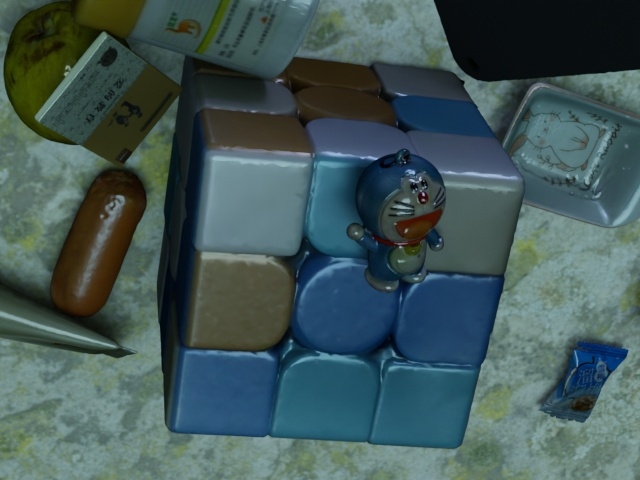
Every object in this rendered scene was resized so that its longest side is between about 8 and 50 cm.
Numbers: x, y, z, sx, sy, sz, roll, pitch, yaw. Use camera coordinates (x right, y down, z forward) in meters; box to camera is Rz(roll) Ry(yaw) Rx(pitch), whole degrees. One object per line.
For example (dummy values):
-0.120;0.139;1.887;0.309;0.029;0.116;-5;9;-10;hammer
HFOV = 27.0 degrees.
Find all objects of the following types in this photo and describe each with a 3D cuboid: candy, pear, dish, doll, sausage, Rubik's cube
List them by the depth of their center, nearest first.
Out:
0.076;-0.023;1.284;0.114;0.085;0.152;-17;129;-26;doll
-0.281;-0.185;1.495;0.148;0.149;0.162;-18;132;0;pear
0.000;0.000;1.521;0.344;0.347;0.347;5;114;-10;Rubik's cube
-0.273;0.003;1.629;0.076;0.076;0.198;20;110;-17;sausage
0.330;-0.108;1.676;0.234;0.064;0.154;17;112;-15;dish
0.362;0.198;1.847;0.088;0.038;0.136;9;122;-28;candy

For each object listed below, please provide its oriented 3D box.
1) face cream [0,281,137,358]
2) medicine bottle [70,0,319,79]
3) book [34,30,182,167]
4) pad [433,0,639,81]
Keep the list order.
-0.397;0.085;1.634;0.341;0.137;0.084;21;75;-15;face cream
-0.123;-0.313;1.408;0.231;0.238;0.238;14;112;-16;medicine bottle
-0.226;-0.150;1.445;0.118;0.012;0.172;-51;155;4;book
0.282;-0.335;1.479;0.375;0.063;0.315;1;126;37;pad
